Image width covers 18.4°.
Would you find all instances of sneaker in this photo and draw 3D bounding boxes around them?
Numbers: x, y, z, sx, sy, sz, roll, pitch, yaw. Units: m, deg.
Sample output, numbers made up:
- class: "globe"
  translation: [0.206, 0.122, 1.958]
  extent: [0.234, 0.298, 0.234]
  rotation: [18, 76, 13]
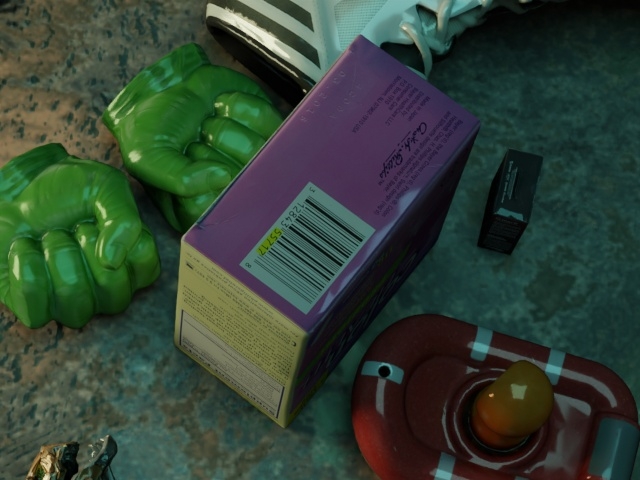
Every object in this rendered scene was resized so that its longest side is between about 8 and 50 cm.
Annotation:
- class: "sneaker"
  translation: [0.118, -0.189, 1.667]
  extent: [0.447, 0.169, 0.257]
  rotation: [8, 77, 7]

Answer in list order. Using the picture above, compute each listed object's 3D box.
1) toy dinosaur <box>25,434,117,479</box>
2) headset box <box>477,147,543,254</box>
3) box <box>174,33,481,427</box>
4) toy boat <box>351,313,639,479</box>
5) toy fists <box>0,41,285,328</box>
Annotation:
- class: "toy dinosaur"
  translation: [-0.126, 0.304, 1.461]
  extent: [0.218, 0.164, 0.322]
  rotation: [-11, 107, 6]
- class: "headset box"
  translation: [0.157, -0.033, 1.629]
  extent: [0.032, 0.083, 0.062]
  rotation: [14, 69, 0]
- class: "box"
  translation: [0.000, 0.000, 1.516]
  extent: [0.117, 0.243, 0.213]
  rotation: [37, 70, 8]
- class: "toy boat"
  translation: [0.139, 0.133, 1.526]
  extent: [0.231, 0.151, 0.151]
  rotation: [17, 68, 1]
- class: "toy fists"
  translation: [-0.151, -0.041, 1.599]
  extent: [0.279, 0.096, 0.142]
  rotation: [-37, 77, -18]
